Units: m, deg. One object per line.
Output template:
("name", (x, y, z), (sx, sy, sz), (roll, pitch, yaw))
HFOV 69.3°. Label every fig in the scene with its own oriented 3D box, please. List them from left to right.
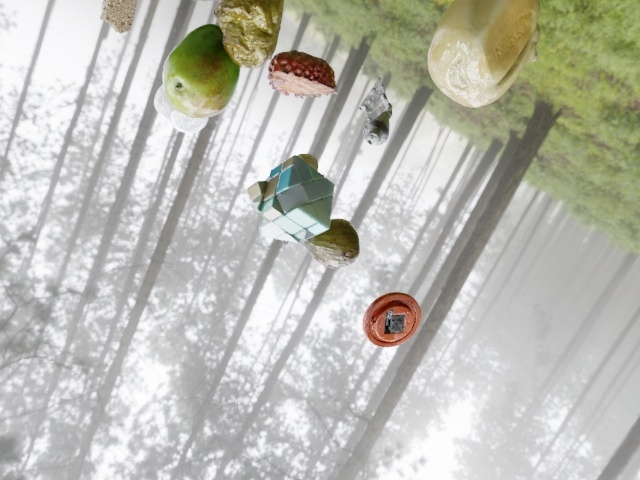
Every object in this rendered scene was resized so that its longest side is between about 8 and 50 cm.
("fig", (0.000, 0.000, 1.882), (0.320, 0.217, 0.217), (9, -161, -22))

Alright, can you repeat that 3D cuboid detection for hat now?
("hat", (-0.440, -0.436, 1.536), (0.203, 0.203, 0.126), (15, -146, -36))

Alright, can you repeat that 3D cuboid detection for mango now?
("mango", (-0.345, -0.516, 1.405), (0.201, 0.225, 0.382), (-6, -137, 18))

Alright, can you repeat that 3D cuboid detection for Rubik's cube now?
("Rubik's cube", (-0.086, -0.113, 1.438), (0.265, 0.213, 0.224), (34, -132, -32))

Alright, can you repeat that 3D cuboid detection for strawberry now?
("strawberry", (-0.088, -0.615, 1.673), (0.280, 0.150, 0.253), (5, -176, -39))

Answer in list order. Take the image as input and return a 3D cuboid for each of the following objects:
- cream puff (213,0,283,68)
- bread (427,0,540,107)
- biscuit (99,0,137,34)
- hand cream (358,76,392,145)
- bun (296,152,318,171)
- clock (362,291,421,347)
("cream puff", (-0.188, -0.610, 1.289), (0.196, 0.244, 0.244), (36, -171, -21))
("bread", (0.543, -0.673, 1.571), (0.253, 0.376, 0.348), (24, 168, 44))
("biscuit", (-0.600, -0.703, 1.383), (0.026, 0.237, 0.131), (46, -130, -5))
("hand cream", (0.114, -0.263, 0.967), (0.050, 0.084, 0.257), (25, -147, -13))
("bun", (-0.096, -0.262, 1.922), (0.134, 0.220, 0.220), (15, -164, -16))
("clock", (0.236, 0.263, 1.521), (0.205, 0.205, 0.051), (19, -164, -22))
